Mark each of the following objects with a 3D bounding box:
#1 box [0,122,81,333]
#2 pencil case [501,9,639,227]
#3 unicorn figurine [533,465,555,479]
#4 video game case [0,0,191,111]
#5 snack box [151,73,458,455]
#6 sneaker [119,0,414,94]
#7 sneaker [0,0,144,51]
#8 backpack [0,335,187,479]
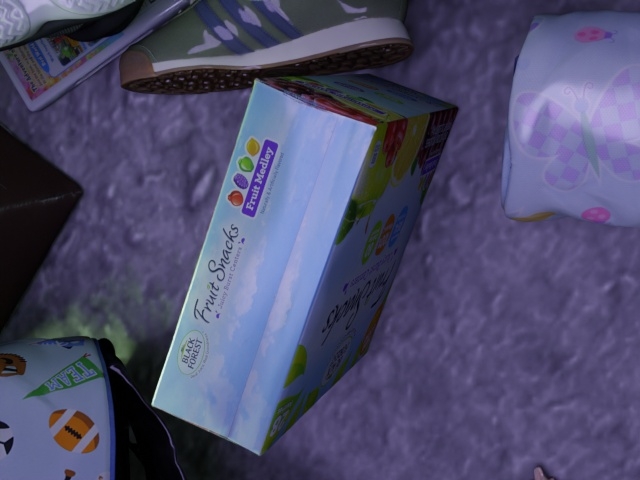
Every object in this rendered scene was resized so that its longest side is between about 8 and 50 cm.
[{"bbox_3d":[-0.300,-0.003,0.729,0.168,0.203,0.167,36,108,10],"label":"box"},{"bbox_3d":[0.229,-0.050,0.595,0.273,0.113,0.124,6,127,17],"label":"pencil case"},{"bbox_3d":[0.141,0.231,0.696,0.111,0.060,0.161,20,104,14],"label":"unicorn figurine"},{"bbox_3d":[-0.177,-0.189,0.758,0.143,0.019,0.157,-31,89,20],"label":"video game case"},{"bbox_3d":[0.000,0.000,0.628,0.070,0.207,0.174,23,104,14],"label":"snack box"},{"bbox_3d":[-0.036,-0.143,0.701,0.192,0.064,0.086,-5,84,22],"label":"sneaker"},{"bbox_3d":[-0.205,-0.147,0.677,0.269,0.153,0.101,-13,97,7],"label":"sneaker"},{"bbox_3d":[-0.193,0.187,0.699,0.213,0.276,0.263,7,83,-19],"label":"backpack"}]
